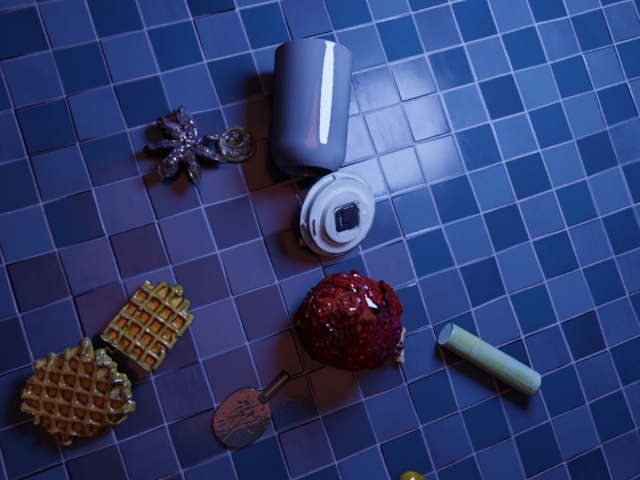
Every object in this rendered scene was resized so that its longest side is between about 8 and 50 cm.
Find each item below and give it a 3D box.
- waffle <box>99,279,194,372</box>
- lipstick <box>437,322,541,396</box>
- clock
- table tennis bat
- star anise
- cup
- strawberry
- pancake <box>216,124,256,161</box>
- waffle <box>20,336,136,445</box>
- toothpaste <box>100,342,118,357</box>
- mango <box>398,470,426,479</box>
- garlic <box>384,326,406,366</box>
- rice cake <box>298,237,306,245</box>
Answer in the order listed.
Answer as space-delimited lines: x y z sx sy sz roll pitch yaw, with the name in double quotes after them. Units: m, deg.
-0.413 0.199 1.258 0.160 0.055 0.211 38 75 -5 "waffle"
0.472 0.330 1.394 0.304 0.076 0.076 31 80 -6 "lipstick"
0.057 -0.061 1.312 0.236 0.053 0.237 -11 113 -27 "clock"
-0.170 0.429 1.302 0.234 0.022 0.131 -41 92 -9 "table tennis bat"
-0.358 -0.234 1.300 0.212 0.073 0.197 38 77 -2 "star anise"
-0.026 -0.332 1.300 0.205 0.205 0.313 5 85 -10 "cup"
0.079 0.190 1.256 0.273 0.220 0.274 1 64 -2 "strawberry"
-0.225 -0.257 1.354 0.107 0.017 0.108 2 80 -9 "pancake"
-0.581 0.365 1.204 0.237 0.059 0.243 -35 98 2 "waffle"
-0.556 0.301 1.244 0.140 0.021 0.037 -44 91 -13 "toothpaste"
0.254 0.662 1.337 0.114 0.057 0.079 36 76 -13 "mango"
0.190 0.279 1.349 0.074 0.094 0.113 23 86 33 "garlic"
0.000 0.000 1.368 0.121 0.021 0.022 -5 98 -9 "rice cake"
